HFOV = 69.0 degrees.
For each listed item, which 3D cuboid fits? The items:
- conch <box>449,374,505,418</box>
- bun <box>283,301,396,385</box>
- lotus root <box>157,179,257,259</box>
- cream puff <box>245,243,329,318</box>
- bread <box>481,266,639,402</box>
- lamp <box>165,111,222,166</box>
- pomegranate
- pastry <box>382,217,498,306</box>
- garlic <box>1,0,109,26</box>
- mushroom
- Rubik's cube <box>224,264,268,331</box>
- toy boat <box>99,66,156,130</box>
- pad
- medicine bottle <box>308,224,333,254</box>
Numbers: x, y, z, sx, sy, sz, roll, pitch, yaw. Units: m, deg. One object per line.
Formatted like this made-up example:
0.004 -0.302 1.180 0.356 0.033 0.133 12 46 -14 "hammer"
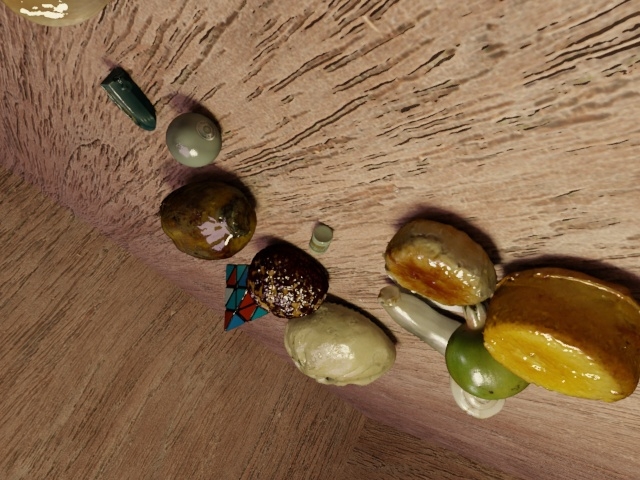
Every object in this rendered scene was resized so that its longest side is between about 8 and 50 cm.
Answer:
0.435 0.446 1.349 0.158 0.127 0.255 25 158 13 "conch"
0.059 0.338 1.478 0.362 0.234 0.326 26 153 -4 "bun"
-0.286 -0.047 1.155 0.196 0.179 0.398 42 157 -30 "lotus root"
-0.098 0.124 1.299 0.239 0.164 0.239 26 155 13 "cream puff"
0.389 0.149 0.756 0.269 0.145 0.268 29 157 14 "bread"
-0.242 -0.193 0.893 0.105 0.105 0.105 26 158 12 "lamp"
0.336 0.213 0.943 0.180 0.180 0.209 -5 112 56 "pomegranate"
0.210 0.042 0.820 0.182 0.093 0.192 37 159 -6 "pastry"
-0.343 -0.391 0.571 0.142 0.178 0.229 56 147 23 "garlic"
0.285 0.218 1.094 0.351 0.097 0.109 31 169 2 "mushroom"
-0.253 0.172 1.622 0.284 0.250 0.234 35 139 4 "Rubik's cube"
-0.382 -0.279 0.951 0.060 0.055 0.141 6 148 32 "toy boat"
0.263 0.117 1.033 0.232 0.004 0.156 6 147 46 "pad"
0.000 0.000 1.064 0.047 0.047 0.083 30 158 3 "medicine bottle"
